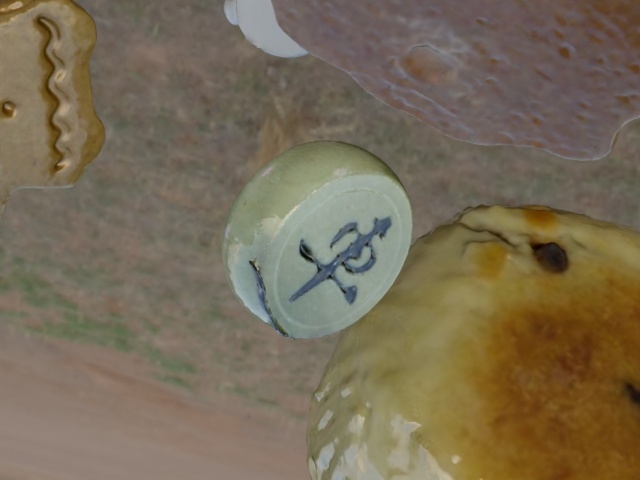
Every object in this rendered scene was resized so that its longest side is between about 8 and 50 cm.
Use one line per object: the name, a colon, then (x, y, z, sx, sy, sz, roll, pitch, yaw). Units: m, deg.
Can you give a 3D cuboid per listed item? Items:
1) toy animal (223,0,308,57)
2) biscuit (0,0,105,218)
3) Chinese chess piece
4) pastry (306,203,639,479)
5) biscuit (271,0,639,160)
toy animal: (-0.037, -0.315, 1.620, 0.178, 0.193, 0.128, -4, 113, 14)
biscuit: (-0.251, -0.074, 0.745, 0.248, 0.184, 0.035, -13, -148, -27)
Chinese chess piece: (0.000, 0.000, 0.508, 0.034, 0.084, 0.084, 38, -178, 43)
pastry: (0.172, 0.166, 0.950, 0.388, 0.389, 0.313, 13, 148, 1)
biscuit: (0.157, -0.220, 1.085, 0.385, 0.062, 0.365, 26, 147, -4)
